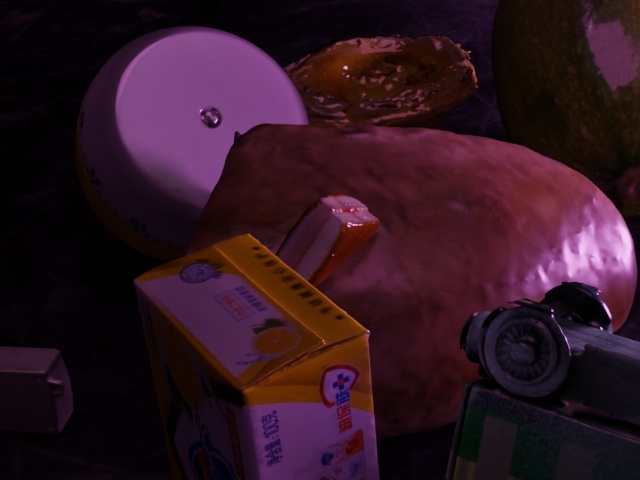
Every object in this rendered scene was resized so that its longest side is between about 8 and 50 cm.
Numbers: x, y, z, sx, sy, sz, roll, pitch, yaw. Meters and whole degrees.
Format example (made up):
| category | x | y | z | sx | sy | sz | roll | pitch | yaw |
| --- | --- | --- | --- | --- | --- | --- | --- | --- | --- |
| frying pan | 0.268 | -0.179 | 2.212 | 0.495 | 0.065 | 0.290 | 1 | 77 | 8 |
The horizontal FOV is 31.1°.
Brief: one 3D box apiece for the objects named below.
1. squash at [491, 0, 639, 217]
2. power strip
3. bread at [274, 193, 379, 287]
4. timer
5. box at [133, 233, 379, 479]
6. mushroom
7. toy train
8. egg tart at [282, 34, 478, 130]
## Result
| category | x | y | z | sx | sy | sz | roll | pitch | yaw |
| --- | --- | --- | --- | --- | --- | --- | --- | --- | --- |
| squash | 0.320 | -0.150 | 1.340 | 0.310 | 0.310 | 0.309 | 6 | 45 | 18 |
| power strip | -0.312 | 0.136 | 1.073 | 0.175 | 0.075 | 0.042 | 3 | 32 | 11 |
| bread | 0.005 | -0.006 | 0.926 | 0.043 | 0.062 | 0.109 | 39 | 64 | 18 |
| timer | -0.159 | -0.090 | 1.328 | 0.285 | 0.285 | 0.285 | -3 | 29 | 2 |
| box | -0.038 | 0.150 | 0.819 | 0.097 | 0.265 | 0.168 | -21 | 35 | -25 |
| mushroom | 0.086 | 0.045 | 1.033 | 0.397 | 0.224 | 0.314 | 2 | 28 | 10 |
| toy train | 0.232 | 0.152 | 0.848 | 0.300 | 0.202 | 0.120 | 15 | 11 | 31 |
| egg tart | 0.073 | -0.192 | 1.566 | 0.288 | 0.118 | 0.288 | -2 | 31 | 1 |
